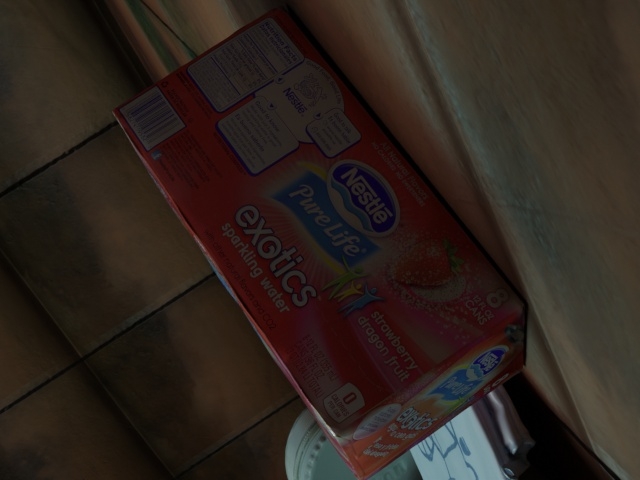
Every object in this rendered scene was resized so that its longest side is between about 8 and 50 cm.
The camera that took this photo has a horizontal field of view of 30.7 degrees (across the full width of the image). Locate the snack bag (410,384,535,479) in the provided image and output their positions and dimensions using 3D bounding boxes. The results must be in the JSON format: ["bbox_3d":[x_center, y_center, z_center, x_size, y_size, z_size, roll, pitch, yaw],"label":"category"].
[{"bbox_3d":[0.139,0.215,0.988,0.323,0.037,0.342,91,157,-64],"label":"snack bag"}]

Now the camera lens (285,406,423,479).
[{"bbox_3d":[0.066,0.332,1.698,0.219,0.219,0.274,57,174,-2],"label":"camera lens"}]

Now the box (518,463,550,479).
[{"bbox_3d":[0.225,0.308,1.113,0.232,0.058,0.322,59,175,-14],"label":"box"}]

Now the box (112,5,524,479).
[{"bbox_3d":[0.000,0.000,0.843,0.300,0.154,0.142,53,173,24],"label":"box"}]
